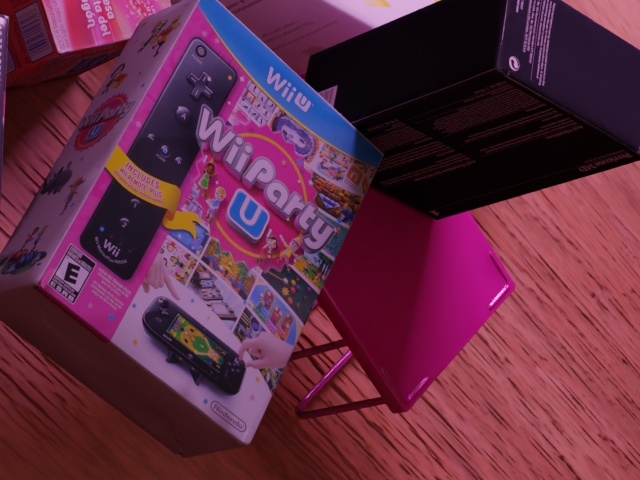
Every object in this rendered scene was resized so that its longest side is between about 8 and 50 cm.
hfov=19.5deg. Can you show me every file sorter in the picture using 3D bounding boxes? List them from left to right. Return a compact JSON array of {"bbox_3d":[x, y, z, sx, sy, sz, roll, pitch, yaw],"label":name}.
[{"bbox_3d":[0.000,0.000,1.766,0.202,0.182,0.290,-45,108,-39],"label":"file sorter"}]

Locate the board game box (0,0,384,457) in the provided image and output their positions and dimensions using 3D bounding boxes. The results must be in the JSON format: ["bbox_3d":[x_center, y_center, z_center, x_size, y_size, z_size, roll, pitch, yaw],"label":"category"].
[{"bbox_3d":[-0.104,-0.014,1.499,0.224,0.097,0.303,41,56,-25],"label":"board game box"}]

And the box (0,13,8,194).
[{"bbox_3d":[-0.352,-0.049,1.471,0.143,0.165,0.270,13,71,-40],"label":"box"}]

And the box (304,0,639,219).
[{"bbox_3d":[0.131,-0.117,1.610,0.184,0.261,0.103,28,62,-33],"label":"box"}]

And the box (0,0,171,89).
[{"bbox_3d":[-0.263,-0.293,1.628,0.142,0.154,0.300,-19,91,-44],"label":"box"}]

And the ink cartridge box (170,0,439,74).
[{"bbox_3d":[0.060,-0.294,1.913,0.385,0.160,0.279,24,63,-35],"label":"ink cartridge box"}]
